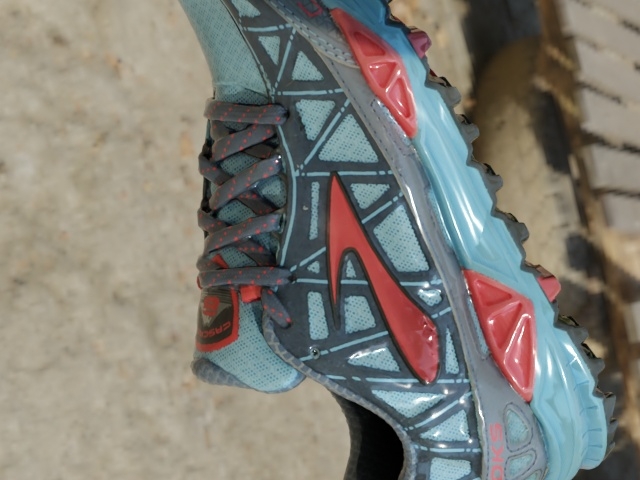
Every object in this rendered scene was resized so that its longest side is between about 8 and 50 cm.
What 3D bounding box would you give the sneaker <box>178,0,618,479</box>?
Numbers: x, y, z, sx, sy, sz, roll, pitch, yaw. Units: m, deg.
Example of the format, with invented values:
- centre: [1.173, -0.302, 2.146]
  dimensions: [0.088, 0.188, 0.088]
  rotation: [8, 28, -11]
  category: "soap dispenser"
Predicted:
- centre: [0.000, 0.000, 0.552]
  dimensions: [0.262, 0.125, 0.104]
  rotation: [58, -10, -9]
  category: "sneaker"
